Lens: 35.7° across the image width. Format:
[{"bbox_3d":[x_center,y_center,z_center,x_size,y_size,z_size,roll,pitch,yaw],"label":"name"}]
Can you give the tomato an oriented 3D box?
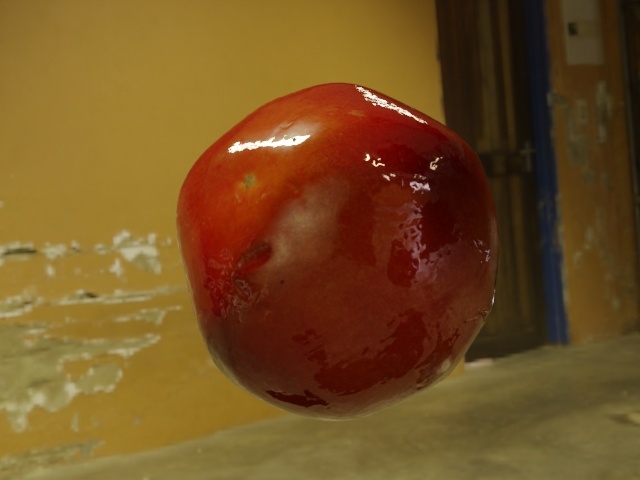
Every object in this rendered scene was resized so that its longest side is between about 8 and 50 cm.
[{"bbox_3d":[0.000,0.000,0.861,0.299,0.298,0.226,-4,-22,34],"label":"tomato"}]
